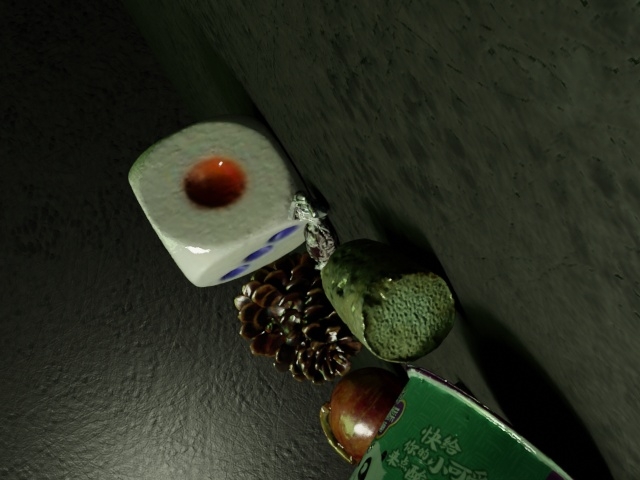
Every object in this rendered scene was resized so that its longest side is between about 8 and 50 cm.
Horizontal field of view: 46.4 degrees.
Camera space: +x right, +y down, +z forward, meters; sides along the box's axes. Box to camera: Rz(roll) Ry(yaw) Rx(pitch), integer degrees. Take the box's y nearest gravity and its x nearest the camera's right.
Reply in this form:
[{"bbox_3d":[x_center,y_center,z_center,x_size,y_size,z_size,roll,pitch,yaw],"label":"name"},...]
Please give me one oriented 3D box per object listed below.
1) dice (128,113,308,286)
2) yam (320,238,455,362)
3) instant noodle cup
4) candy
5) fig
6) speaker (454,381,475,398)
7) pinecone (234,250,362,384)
[{"bbox_3d":[-0.173,-0.071,1.360,0.243,0.259,0.251,60,174,12],"label":"dice"},{"bbox_3d":[0.067,0.059,0.852,0.107,0.107,0.194,61,173,-18],"label":"yam"},{"bbox_3d":[0.127,0.273,0.729,0.251,0.190,0.251,38,170,8],"label":"instant noodle cup"},{"bbox_3d":[0.000,0.000,1.258,0.094,0.051,0.226,33,159,29],"label":"candy"},{"bbox_3d":[0.098,0.344,1.449,0.205,0.205,0.205,57,173,12],"label":"fig"},{"bbox_3d":[0.211,0.276,1.029,0.046,0.040,0.191,48,167,53],"label":"speaker"},{"bbox_3d":[-0.037,0.164,1.487,0.292,0.246,0.246,47,166,50],"label":"pinecone"}]
